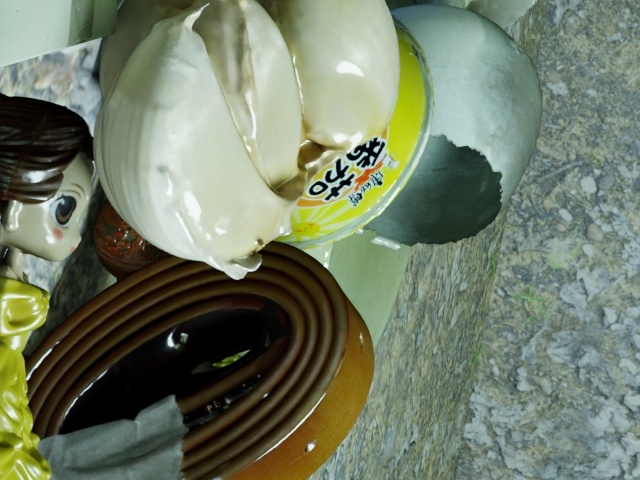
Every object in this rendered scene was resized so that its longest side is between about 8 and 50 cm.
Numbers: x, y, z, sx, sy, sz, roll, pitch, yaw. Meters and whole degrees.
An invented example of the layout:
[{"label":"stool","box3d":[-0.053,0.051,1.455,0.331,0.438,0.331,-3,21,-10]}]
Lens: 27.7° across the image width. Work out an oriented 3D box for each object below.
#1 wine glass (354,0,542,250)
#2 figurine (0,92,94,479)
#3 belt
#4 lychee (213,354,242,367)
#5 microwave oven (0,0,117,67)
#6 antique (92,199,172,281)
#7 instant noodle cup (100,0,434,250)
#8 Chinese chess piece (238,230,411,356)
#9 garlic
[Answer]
[{"label":"wine glass","box3d":[0.115,-0.165,1.341,0.238,0.238,0.323,82,18,-49]},{"label":"figurine","box3d":[-0.226,0.055,0.882,0.187,0.168,0.315,27,79,-61]},{"label":"belt","box3d":[-0.117,0.142,1.102,0.339,0.217,0.122,-32,154,1]},{"label":"lychee","box3d":[-0.135,0.162,1.312,0.114,0.146,0.114,-25,90,-84]},{"label":"microwave oven","box3d":[-0.209,-0.239,0.762,0.194,0.145,0.240,-43,142,-63]},{"label":"antique","box3d":[-0.153,-0.006,1.160,0.104,0.104,0.104,14,90,-72]},{"label":"instant noodle cup","box3d":[-0.055,-0.136,1.142,0.200,0.264,0.264,30,74,-62]},{"label":"Chinese chess piece","box3d":[0.000,0.000,1.539,0.349,0.146,0.349,15,90,-71]},{"label":"garlic","box3d":[-0.065,-0.126,0.904,0.281,0.185,0.203,-39,132,-26]}]
